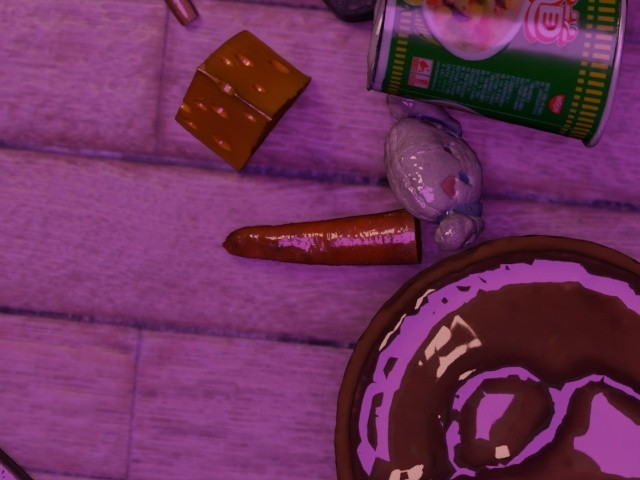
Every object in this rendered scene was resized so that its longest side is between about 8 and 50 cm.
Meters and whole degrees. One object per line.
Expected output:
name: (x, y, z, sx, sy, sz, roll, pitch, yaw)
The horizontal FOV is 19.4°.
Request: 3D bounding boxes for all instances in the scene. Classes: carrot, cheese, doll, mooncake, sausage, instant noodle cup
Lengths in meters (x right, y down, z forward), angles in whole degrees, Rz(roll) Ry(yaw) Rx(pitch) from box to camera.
carrot: (0.000, 0.000, 1.955, 0.210, 0.061, 0.061, -3, 94, 6)
cheese: (-0.084, -0.143, 1.884, 0.093, 0.171, 0.126, 39, 94, -2)
doll: (0.116, -0.071, 1.901, 0.103, 0.214, 0.071, 16, 132, -34)
mooncake: (0.216, 0.190, 1.873, 0.394, 0.246, 0.393, -45, 86, 1)
sausage: (-0.171, -0.283, 1.949, 0.024, 0.024, 0.132, -33, 94, 4)
instant noodle cup: (0.170, -0.209, 1.849, 0.233, 0.207, 0.207, 8, 95, -2)

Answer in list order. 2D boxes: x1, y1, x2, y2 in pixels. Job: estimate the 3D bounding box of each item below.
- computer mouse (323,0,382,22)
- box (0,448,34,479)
computer mouse: (0.017, -0.318, 1.921, 0.113, 0.068, 0.229, -37, 109, 7)
box: (-0.306, 0.380, 1.993, 0.325, 0.047, 0.180, 44, 94, -2)
